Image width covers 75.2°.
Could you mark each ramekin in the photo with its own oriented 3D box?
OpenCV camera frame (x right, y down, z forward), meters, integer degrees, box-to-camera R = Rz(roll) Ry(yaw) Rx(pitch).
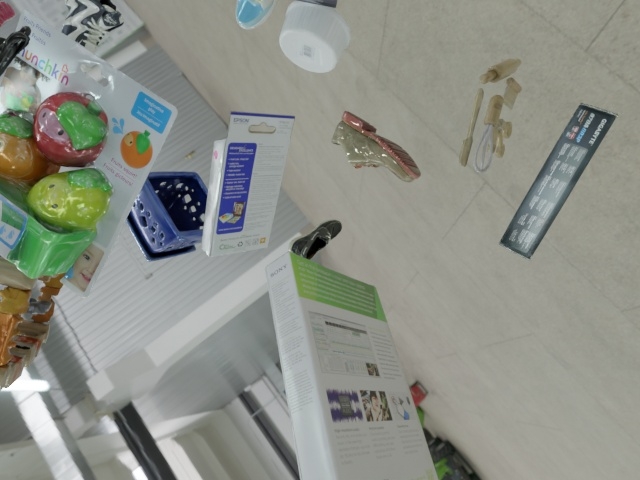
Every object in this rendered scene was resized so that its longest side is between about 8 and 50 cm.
[{"bbox_3d":[-0.029,-0.800,1.655,0.277,0.135,0.277,20,170,4],"label":"ramekin"}]

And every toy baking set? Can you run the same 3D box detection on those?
[{"bbox_3d":[0.340,-0.240,0.802,0.030,0.256,0.197,15,123,40],"label":"toy baking set"}]

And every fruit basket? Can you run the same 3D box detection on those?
[{"bbox_3d":[-0.431,-0.133,0.660,0.327,0.353,0.165,35,-161,9],"label":"fruit basket"}]

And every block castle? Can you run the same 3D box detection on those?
[{"bbox_3d":[-0.777,0.149,0.985,0.213,0.303,0.453,16,176,-22],"label":"block castle"}]

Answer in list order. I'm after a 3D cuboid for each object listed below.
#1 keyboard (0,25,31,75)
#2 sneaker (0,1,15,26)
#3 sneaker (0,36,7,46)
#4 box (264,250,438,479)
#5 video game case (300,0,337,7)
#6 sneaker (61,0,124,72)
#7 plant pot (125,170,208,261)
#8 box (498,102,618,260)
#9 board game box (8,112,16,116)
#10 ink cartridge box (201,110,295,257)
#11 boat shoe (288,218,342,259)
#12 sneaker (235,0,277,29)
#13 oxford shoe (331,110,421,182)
[{"bbox_3d":[-0.427,-0.226,0.430,0.201,0.317,0.033,36,-165,-43],"label":"keyboard"},{"bbox_3d":[-0.993,-0.654,1.240,0.063,0.074,0.170,54,-149,-37],"label":"sneaker"},{"bbox_3d":[-0.926,-0.487,1.210,0.178,0.124,0.295,13,165,3],"label":"sneaker"},{"bbox_3d":[0.043,0.189,0.576,0.232,0.058,0.322,26,-138,-46],"label":"box"},{"bbox_3d":[-0.011,-0.910,1.320,0.026,0.196,0.274,54,141,47],"label":"video game case"},{"bbox_3d":[-0.641,-0.609,1.191,0.094,0.153,0.235,19,-108,-75],"label":"sneaker"},{"bbox_3d":[-0.486,-0.071,1.352,0.236,0.212,0.236,58,-150,7],"label":"plant pot"},{"bbox_3d":[0.357,-0.082,0.644,0.051,0.220,0.175,30,-166,22],"label":"box"},{"bbox_3d":[-0.674,-0.284,0.914,0.165,0.243,0.042,47,164,-34],"label":"board game box"},{"bbox_3d":[-0.182,-0.136,1.020,0.069,0.175,0.371,41,127,36],"label":"ink cartridge box"},{"bbox_3d":[0.000,0.000,1.384,0.079,0.233,0.084,20,128,38],"label":"boat shoe"},{"bbox_3d":[-0.185,-0.771,1.197,0.127,0.319,0.208,39,-153,0],"label":"sneaker"},{"bbox_3d":[0.165,-0.263,1.280,0.123,0.130,0.348,9,-148,-47],"label":"oxford shoe"}]
